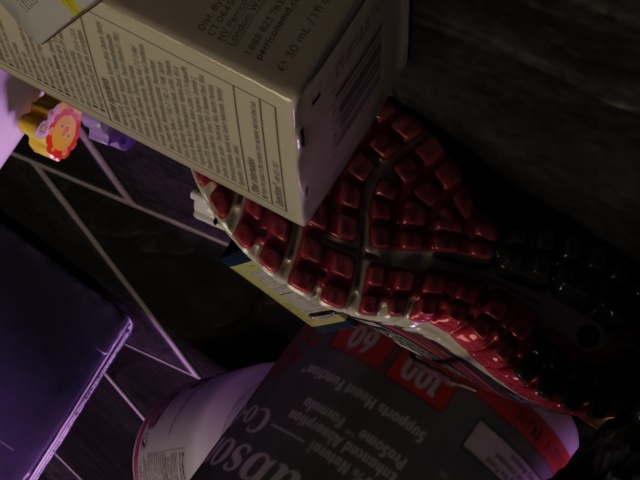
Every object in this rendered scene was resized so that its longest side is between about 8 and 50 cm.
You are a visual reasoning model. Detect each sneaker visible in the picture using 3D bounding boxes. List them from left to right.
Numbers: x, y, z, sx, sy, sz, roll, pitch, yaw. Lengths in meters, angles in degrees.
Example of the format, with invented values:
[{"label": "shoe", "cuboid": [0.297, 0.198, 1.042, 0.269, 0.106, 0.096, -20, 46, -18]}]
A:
[{"label": "sneaker", "cuboid": [0.051, 0.016, 1.102, 0.299, 0.121, 0.112, 34, 164, -9]}]

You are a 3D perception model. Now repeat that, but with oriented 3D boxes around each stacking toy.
[{"label": "stacking toy", "cuboid": [-0.146, -0.098, 1.231, 0.167, 0.052, 0.221, 22, 159, 27]}]

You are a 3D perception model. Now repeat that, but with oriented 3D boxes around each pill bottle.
[{"label": "pill bottle", "cuboid": [-0.051, 0.187, 1.662, 0.160, 0.160, 0.283, 36, 162, -12]}, {"label": "pill bottle", "cuboid": [-0.004, 0.222, 1.315, 0.210, 0.363, 0.210, 34, 165, 10]}]

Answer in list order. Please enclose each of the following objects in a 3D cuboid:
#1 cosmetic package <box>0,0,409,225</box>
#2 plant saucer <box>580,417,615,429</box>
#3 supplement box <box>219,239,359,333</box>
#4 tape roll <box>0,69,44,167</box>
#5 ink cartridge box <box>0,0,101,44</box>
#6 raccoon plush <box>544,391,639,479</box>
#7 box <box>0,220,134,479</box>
[{"label": "cosmetic package", "cuboid": [-0.115, -0.144, 0.957, 0.309, 0.113, 0.160, 29, 162, 11]}, {"label": "plant saucer", "cuboid": [0.193, 0.109, 1.285, 0.083, 0.015, 0.083, 29, 162, 10]}, {"label": "supplement box", "cuboid": [0.000, 0.000, 1.198, 0.083, 0.083, 0.056, 37, 162, -14]}, {"label": "tape roll", "cuboid": [-0.333, -0.137, 1.355, 0.286, 0.100, 0.286, 28, 162, 10]}, {"label": "ink cartridge box", "cuboid": [-0.084, -0.174, 0.757, 0.127, 0.128, 0.176, 50, 159, -10]}, {"label": "raccoon plush", "cuboid": [0.174, 0.276, 0.989, 0.299, 0.446, 0.216, 47, -153, 4]}, {"label": "box", "cuboid": [-0.492, 0.189, 1.882, 0.297, 0.471, 0.480, 40, 161, -22]}]
